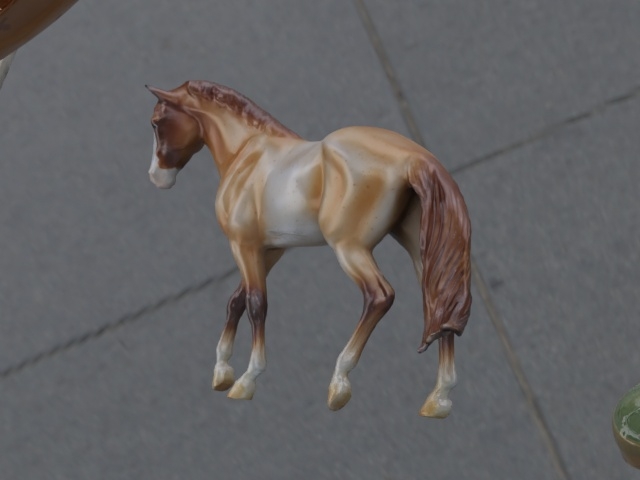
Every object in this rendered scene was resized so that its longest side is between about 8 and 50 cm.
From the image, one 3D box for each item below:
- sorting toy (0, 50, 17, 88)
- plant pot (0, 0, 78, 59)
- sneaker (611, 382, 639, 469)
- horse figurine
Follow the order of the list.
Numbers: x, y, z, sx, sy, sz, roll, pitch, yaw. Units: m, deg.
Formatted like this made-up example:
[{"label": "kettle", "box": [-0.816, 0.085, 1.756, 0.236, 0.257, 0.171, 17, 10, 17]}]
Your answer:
[{"label": "sorting toy", "box": [-0.395, -0.214, 1.557, 0.255, 0.089, 0.257, 6, 39, 2]}, {"label": "plant pot", "box": [-0.262, -0.227, 1.143, 0.291, 0.291, 0.203, -36, 85, -4]}, {"label": "sneaker", "box": [0.225, 0.050, 0.847, 0.192, 0.086, 0.064, -13, 35, 20]}, {"label": "horse figurine", "box": [0.000, 0.000, 0.926, 0.263, 0.066, 0.174, 2, 87, 50]}]
